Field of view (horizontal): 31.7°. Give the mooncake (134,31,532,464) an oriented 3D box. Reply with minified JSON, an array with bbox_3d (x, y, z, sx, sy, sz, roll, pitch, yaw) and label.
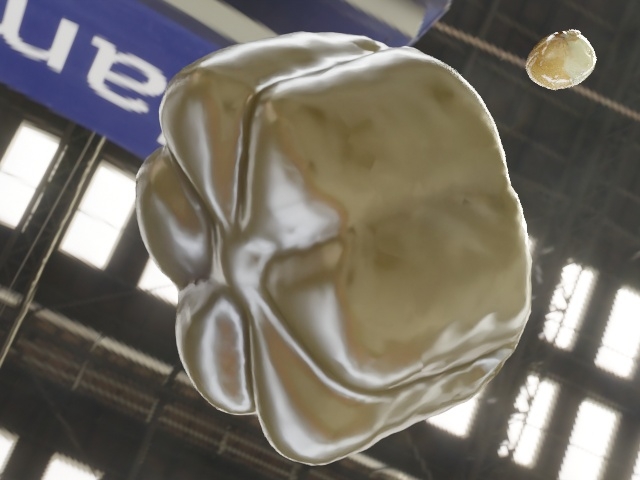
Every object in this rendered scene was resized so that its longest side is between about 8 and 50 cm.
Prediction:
[{"bbox_3d":[0.000,0.000,1.253,0.262,0.467,0.466,-15,-100,-34],"label":"mooncake"}]

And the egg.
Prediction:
[{"bbox_3d":[0.300,-0.224,1.417,0.071,0.083,0.071,26,-127,-41],"label":"egg"}]
